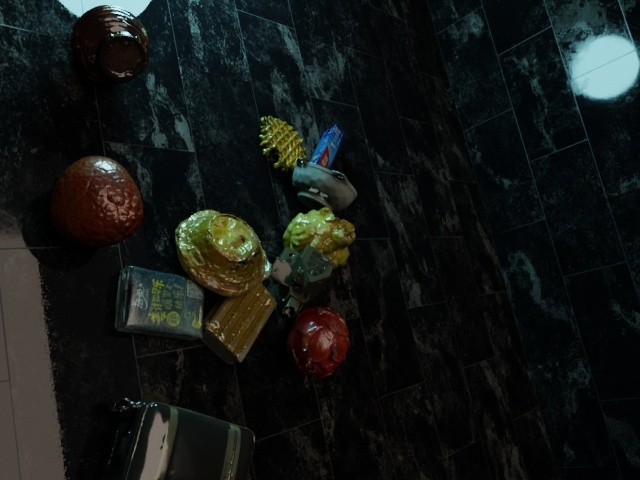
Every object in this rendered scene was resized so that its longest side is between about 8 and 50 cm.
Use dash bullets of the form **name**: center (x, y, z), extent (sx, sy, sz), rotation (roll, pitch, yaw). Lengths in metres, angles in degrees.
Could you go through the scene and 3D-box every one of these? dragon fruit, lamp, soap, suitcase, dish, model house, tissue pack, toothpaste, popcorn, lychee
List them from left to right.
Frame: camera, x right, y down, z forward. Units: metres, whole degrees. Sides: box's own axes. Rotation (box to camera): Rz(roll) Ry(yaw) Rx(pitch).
- **lychee**: center (-0.623, -0.109, 1.551), extent (0.300, 0.255, 0.255), rotation (24, 50, 4)
- **lamp**: center (-0.646, -0.599, 1.738), extent (0.247, 0.247, 0.247), rotation (20, 61, -39)
- **tissue pack**: center (-0.471, 0.191, 1.686), extent (0.257, 0.081, 0.185), rotation (17, 61, -40)
- **suitcase**: center (-0.381, 0.596, 1.532), extent (0.434, 0.194, 0.283), rotation (32, 54, -35)
- **soap**: center (-0.270, 0.248, 1.863), extent (0.173, 0.089, 0.274), rotation (49, 45, -18)
- **model house**: center (-0.094, 0.157, 1.973), extent (0.204, 0.211, 0.243), rotation (32, 39, -7)
- **dragon fruit**: center (-0.007, 0.353, 1.994), extent (0.241, 0.241, 0.252), rotation (36, 67, -30)
- **dish**: center (-0.002, -0.189, 2.208), extent (0.303, 0.303, 0.120), rotation (34, 75, -31)
- **popcorn**: center (0.000, 0.000, 2.155), extent (0.286, 0.215, 0.252), rotation (17, 106, -46)
- **toothpaste**: center (0.017, -0.369, 2.419), extent (0.066, 0.076, 0.320), rotation (43, 48, -26)

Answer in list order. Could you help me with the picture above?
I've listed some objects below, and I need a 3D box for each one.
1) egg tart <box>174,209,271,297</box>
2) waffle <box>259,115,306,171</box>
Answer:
- **egg tart**: center (-0.304, 0.019, 1.831), extent (0.341, 0.129, 0.341), rotation (23, 40, -21)
- **waffle**: center (-0.149, -0.386, 2.279), extent (0.231, 0.051, 0.229), rotation (6, 67, -45)
